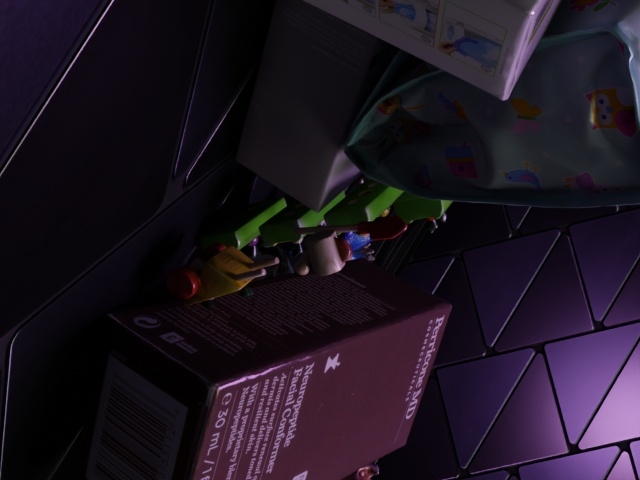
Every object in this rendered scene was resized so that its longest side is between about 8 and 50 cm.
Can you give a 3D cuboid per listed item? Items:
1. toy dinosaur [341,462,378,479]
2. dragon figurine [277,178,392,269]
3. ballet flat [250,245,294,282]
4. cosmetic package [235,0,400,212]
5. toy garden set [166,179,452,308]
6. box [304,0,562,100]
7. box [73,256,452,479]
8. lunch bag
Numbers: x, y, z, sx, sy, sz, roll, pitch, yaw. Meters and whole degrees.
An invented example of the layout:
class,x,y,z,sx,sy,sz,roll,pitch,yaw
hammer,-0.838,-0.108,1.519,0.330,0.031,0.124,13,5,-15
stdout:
class,x,y,z,sx,sy,sz,roll,pitch,yaw
toy dinosaur,-0.100,0.262,0.979,0.127,0.295,0.200,-55,-172,31
dragon figurine,-0.001,0.011,1.102,0.144,0.085,0.289,-27,169,-28
ballet flat,-0.096,0.067,1.002,0.188,0.070,0.070,-51,167,-43
cosmetic package,0.019,-0.155,0.757,0.127,0.107,0.238,-45,160,-42
toy garden set,0.000,0.000,0.797,0.204,0.244,0.049,-41,118,-58
box,0.051,-0.192,0.525,0.114,0.203,0.103,-59,169,-13
box,-0.040,0.149,0.875,0.381,0.143,0.191,-12,123,-53
lunch bag,0.166,-0.135,0.698,0.223,0.262,0.160,-47,120,-36
